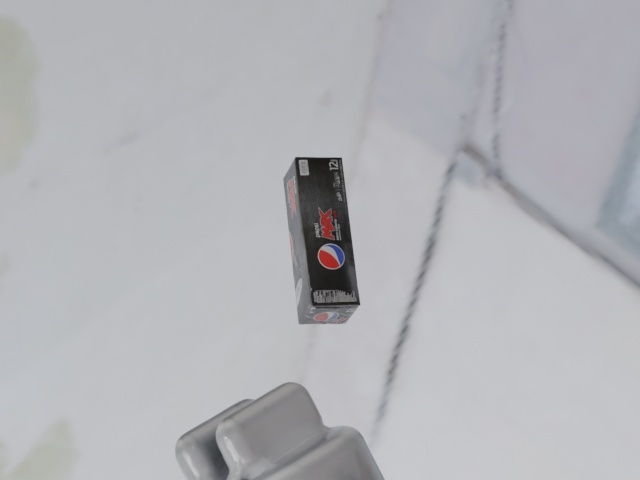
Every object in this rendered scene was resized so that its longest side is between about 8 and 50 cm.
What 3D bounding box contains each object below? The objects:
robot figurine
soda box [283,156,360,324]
[{"bbox_3d":[-0.005,0.319,1.730,0.200,0.353,0.300,-28,0,-39],"label":"robot figurine"},{"bbox_3d":[0.000,0.000,1.855,0.053,0.169,0.060,0,-23,-16],"label":"soda box"}]
